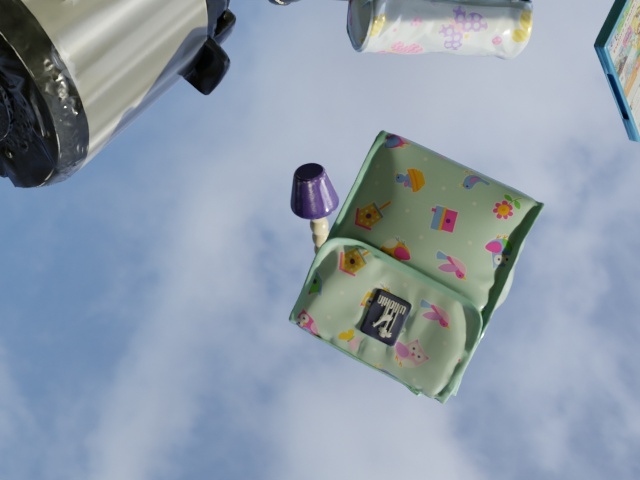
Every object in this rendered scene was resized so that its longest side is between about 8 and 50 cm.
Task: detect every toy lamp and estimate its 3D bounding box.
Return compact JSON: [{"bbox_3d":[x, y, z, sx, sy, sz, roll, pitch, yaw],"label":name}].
[{"bbox_3d":[0.000,0.000,1.671,0.080,0.274,0.080,-5,-142,4],"label":"toy lamp"}]

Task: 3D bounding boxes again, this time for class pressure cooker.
[{"bbox_3d":[-0.334,-0.323,1.368,0.376,0.369,0.420,14,-133,34],"label":"pressure cooker"}]

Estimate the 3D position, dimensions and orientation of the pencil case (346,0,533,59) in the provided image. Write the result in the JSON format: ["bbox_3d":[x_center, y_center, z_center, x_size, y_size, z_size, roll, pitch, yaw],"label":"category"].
[{"bbox_3d":[0.175,-0.328,1.557,0.124,0.273,0.113,155,-67,-74],"label":"pencil case"}]

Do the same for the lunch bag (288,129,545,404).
[{"bbox_3d":[0.110,0.036,1.258,0.223,0.160,0.262,27,-103,8],"label":"lunch bag"}]

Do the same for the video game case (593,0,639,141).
[{"bbox_3d":[0.332,-0.197,1.102,0.015,0.166,0.119,17,-110,36],"label":"video game case"}]

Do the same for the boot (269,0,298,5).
[{"bbox_3d":[-0.063,-0.492,1.795,0.207,0.246,0.094,7,-115,47],"label":"boot"}]
